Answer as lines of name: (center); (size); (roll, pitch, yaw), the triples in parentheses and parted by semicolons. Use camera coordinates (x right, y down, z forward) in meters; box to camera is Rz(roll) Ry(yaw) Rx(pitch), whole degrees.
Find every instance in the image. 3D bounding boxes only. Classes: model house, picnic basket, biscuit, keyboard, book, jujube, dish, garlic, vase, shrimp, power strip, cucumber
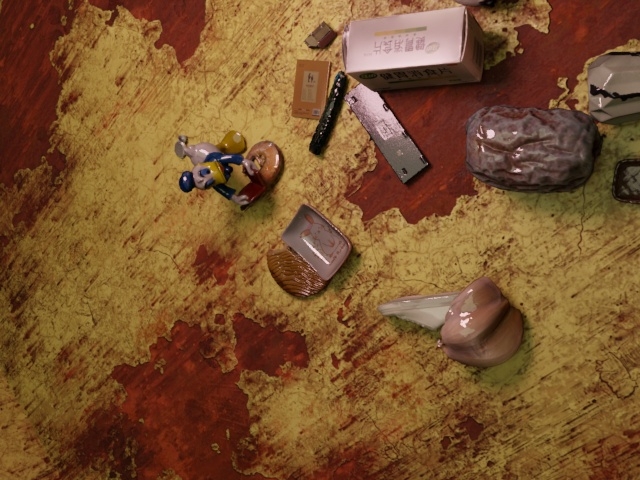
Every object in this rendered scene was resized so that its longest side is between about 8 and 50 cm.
model house: (-0.002, -0.594, 1.763); (0.083, 0.057, 0.058); (-44, 102, 7)
picnic basket: (0.780, -0.134, 1.381); (0.193, 0.055, 0.110); (9, 99, 28)
biscuit: (-0.069, 0.092, 1.894); (0.228, 0.031, 0.176); (-6, 95, 30)
keyboard: (0.183, -0.310, 1.706); (0.106, 0.027, 0.317); (-37, 78, 24)
book: (-0.030, -0.456, 1.813); (0.118, 0.012, 0.172); (13, 103, 27)
jujube: (0.499, -0.219, 1.435); (0.316, 0.226, 0.226); (8, 100, 23)
dish: (0.000, 0.000, 1.818); (0.212, 0.077, 0.151); (43, 116, 17)
garlic: (0.419, 0.237, 1.563); (0.217, 0.110, 0.228); (42, 100, -10)
vase: (0.779, -0.349, 1.305); (0.360, 0.165, 0.165); (-3, 95, 26)
shrimp: (-0.207, -0.208, 1.929); (0.143, 0.052, 0.251); (46, 110, 29)
power strip: (-0.477, -0.326, 2.073); (0.055, 0.035, 0.083); (32, 123, 22)
cucumber: (0.026, -0.375, 1.775); (0.043, 0.044, 0.257); (36, 112, 40)

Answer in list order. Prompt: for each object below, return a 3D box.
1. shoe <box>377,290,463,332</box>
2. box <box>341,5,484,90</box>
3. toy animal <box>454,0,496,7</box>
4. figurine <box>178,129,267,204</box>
shoe: (0.289, 0.209, 1.676); (0.264, 0.095, 0.110); (-12, 91, 27)
box: (0.238, -0.490, 1.557); (0.332, 0.173, 0.145); (3, 86, 29)
toy animal: (0.359, -0.686, 1.480); (0.235, 0.165, 0.187); (39, 95, 22)
figurine: (-0.312, -0.188, 1.826); (0.283, 0.338, 0.205); (31, 117, 10)
